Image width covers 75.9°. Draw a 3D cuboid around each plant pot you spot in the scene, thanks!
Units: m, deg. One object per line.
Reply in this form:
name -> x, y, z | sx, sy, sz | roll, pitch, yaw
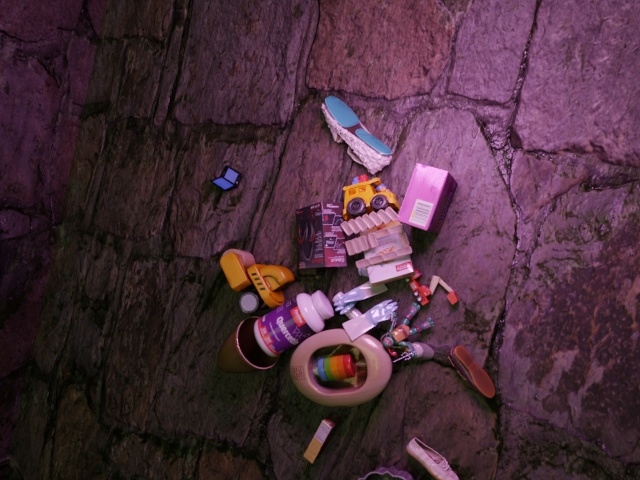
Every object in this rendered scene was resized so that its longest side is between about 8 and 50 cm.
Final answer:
plant pot -> -0.351, 0.503, 1.856 | 0.254, 0.237, 0.237 | -35, 73, 32

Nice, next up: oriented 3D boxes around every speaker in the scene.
speaker -> 0.114, 0.282, 1.724 | 0.136, 0.055, 0.055 | 46, 106, 20

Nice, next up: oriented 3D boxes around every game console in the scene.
game console -> -0.461, -0.306, 2.014 | 0.122, 0.071, 0.107 | 32, 101, 22

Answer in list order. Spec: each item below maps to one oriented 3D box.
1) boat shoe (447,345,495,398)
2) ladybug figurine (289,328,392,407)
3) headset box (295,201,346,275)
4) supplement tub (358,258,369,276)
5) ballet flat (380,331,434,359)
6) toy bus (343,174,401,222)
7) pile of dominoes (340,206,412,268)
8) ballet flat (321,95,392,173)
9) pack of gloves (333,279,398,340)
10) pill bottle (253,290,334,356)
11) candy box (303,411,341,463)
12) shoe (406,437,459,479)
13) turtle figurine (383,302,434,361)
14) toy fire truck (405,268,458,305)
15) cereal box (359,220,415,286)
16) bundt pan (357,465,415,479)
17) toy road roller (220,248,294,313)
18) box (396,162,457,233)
boat shoe -> 0.551, 0.485, 1.507 | 0.207, 0.073, 0.073 | 57, 147, 20
ladybug figurine -> 0.083, 0.509, 1.669 | 0.449, 0.162, 0.305 | -11, 83, 24
headset box -> 0.000, 0.000, 1.711 | 0.218, 0.110, 0.293 | -9, 83, 57
supplement tub -> 0.215, 0.117, 1.676 | 0.107, 0.071, 0.071 | 7, 90, 25
ballet flat -> 0.334, 0.420, 1.607 | 0.213, 0.068, 0.072 | 16, 95, 25
toy bus -> 0.203, -0.183, 1.670 | 0.220, 0.149, 0.211 | -12, 67, 22
pile of dominoes -> 0.214, -0.013, 1.585 | 0.251, 0.040, 0.196 | -18, 87, 29
ballet flat -> 0.126, -0.432, 1.717 | 0.147, 0.147, 0.409 | -46, 70, 17
pack of gloves -> 0.175, 0.254, 1.618 | 0.232, 0.046, 0.195 | -29, 51, -4
pill bottle -> -0.111, 0.346, 1.743 | 0.323, 0.181, 0.181 | -33, 74, 10
candy box -> 0.009, 0.824, 1.719 | 0.053, 0.109, 0.186 | 32, 100, 23
shoe -> 0.426, 0.832, 1.540 | 0.219, 0.076, 0.058 | 31, 106, 25
turtle figurine -> 0.310, 0.345, 1.549 | 0.175, 0.234, 0.118 | 57, 153, 2
toy fire truck -> 0.427, 0.181, 1.585 | 0.135, 0.047, 0.192 | -35, 73, 19
cereal box -> 0.260, 0.047, 1.620 | 0.173, 0.047, 0.240 | -19, 59, 16
bundt pan -> 0.282, 1.028, 1.573 | 0.331, 0.124, 0.330 | -1, 87, 26
toy road roller -> -0.269, 0.156, 1.839 | 0.241, 0.202, 0.329 | -32, 79, 8
box -> 0.397, -0.145, 1.506 | 0.117, 0.243, 0.213 | 21, 96, 24
